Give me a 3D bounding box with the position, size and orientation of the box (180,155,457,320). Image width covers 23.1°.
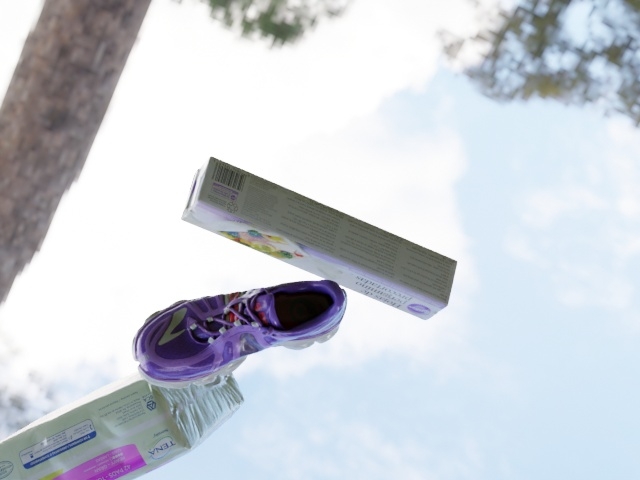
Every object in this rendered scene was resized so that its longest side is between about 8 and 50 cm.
[{"bbox_3d":[0.000,0.000,1.801,0.324,0.063,0.067,22,-117,-15],"label":"box"}]

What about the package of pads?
[{"bbox_3d":[-0.226,0.212,1.731,0.101,0.229,0.296,64,-169,0],"label":"package of pads"}]

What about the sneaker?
[{"bbox_3d":[-0.061,0.059,1.184,0.170,0.071,0.068,-18,-103,-12],"label":"sneaker"}]
